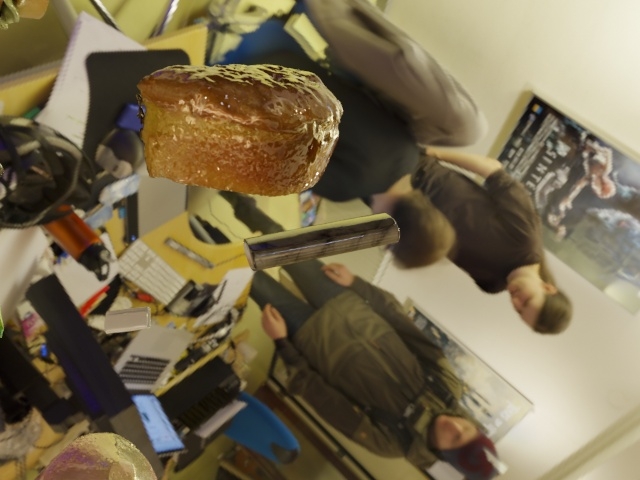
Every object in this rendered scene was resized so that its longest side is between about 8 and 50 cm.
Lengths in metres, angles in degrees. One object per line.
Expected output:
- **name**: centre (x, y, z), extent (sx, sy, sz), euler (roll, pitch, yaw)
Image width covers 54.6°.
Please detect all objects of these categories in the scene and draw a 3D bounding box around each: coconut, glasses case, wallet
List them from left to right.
- **coconut**: centre (-0.412, 0.478, 1.121), extent (0.245, 0.233, 0.233), euler (-40, 168, 32)
- **wallet**: centre (-0.506, 0.208, 1.629), extent (0.122, 0.061, 0.025), euler (-8, 159, 11)
- **glasses case**: centre (0.000, 0.000, 1.250), extent (0.299, 0.114, 0.060), euler (-11, 106, -14)

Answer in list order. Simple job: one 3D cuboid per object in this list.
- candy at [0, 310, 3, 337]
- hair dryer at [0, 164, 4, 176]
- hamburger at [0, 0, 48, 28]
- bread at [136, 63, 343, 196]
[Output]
- **candy**: centre (-0.639, 0.125, 1.128), extent (0.032, 0.178, 0.102), euler (-14, 102, -59)
- **hair dryer**: centre (-0.507, -0.060, 0.748), extent (0.173, 0.195, 0.050), euler (-53, 150, -31)
- **hamburger**: centre (-0.441, -0.372, 0.686), extent (0.212, 0.274, 0.274), euler (-15, 144, -35)
- **bread**: centre (-0.060, -0.121, 0.687), extent (0.260, 0.134, 0.129), euler (-12, 120, -42)
